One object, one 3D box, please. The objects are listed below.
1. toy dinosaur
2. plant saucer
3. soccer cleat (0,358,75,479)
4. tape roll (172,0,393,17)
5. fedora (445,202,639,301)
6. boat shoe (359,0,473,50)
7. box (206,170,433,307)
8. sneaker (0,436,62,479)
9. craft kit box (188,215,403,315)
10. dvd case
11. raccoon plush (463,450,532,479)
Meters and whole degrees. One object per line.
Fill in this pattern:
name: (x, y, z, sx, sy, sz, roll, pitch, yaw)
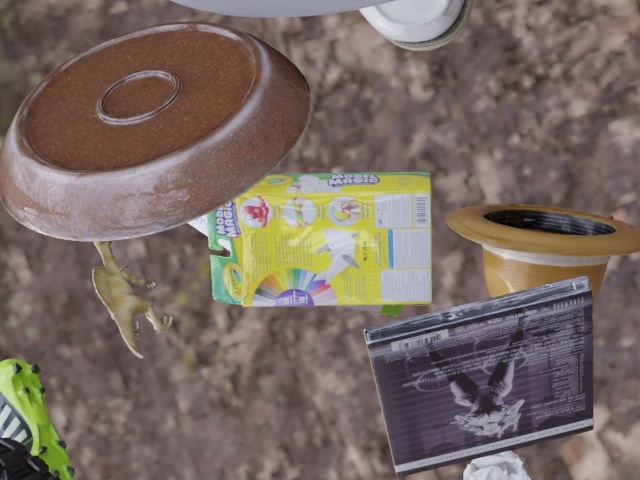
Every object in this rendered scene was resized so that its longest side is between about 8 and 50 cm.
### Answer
toy dinosaur: (-0.189, 0.065, 1.718, 0.053, 0.092, 0.183, -31, 52, 15)
plant saucer: (-0.089, -0.064, 0.908, 0.168, 0.168, 0.029, 25, 145, 41)
soccer cleat: (-0.285, 0.200, 1.714, 0.072, 0.060, 0.179, -36, 59, 29)
tape roll: (-0.005, -0.206, 1.086, 0.219, 0.219, 0.072, -20, 72, 51)
fedora: (0.197, 0.018, 1.565, 0.194, 0.194, 0.079, 16, 105, 45)
boat shoe: (0.040, -0.289, 1.292, 0.103, 0.113, 0.302, 46, -150, -79)
box: (0.000, 0.000, 1.426, 0.043, 0.179, 0.105, -89, -3, -65)
sneaker: (-0.290, 0.148, 1.281, 0.271, 0.100, 0.108, 50, 126, 18)
craft kit box: (-0.053, -0.020, 1.673, 0.250, 0.246, 0.061, 33, 94, 23)
dvd case: (0.125, 0.107, 1.344, 0.221, 0.164, 0.018, 76, 180, -56)
raccoon plush: (0.272, 0.424, 1.958, 0.216, 0.299, 0.447, 5, 99, 16)
